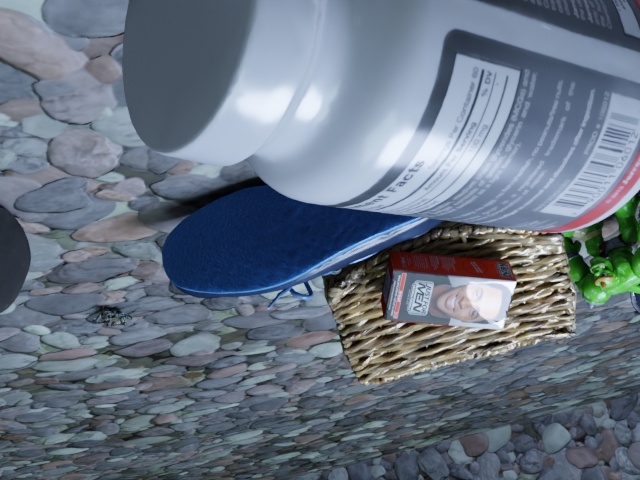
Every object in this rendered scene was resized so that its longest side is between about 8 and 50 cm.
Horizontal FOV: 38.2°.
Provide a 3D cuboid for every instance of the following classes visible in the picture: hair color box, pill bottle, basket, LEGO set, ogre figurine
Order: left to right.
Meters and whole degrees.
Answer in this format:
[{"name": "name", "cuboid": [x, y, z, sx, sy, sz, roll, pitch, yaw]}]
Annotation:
[{"name": "LEGO set", "cuboid": [-0.293, 0.105, 1.296, 0.054, 0.023, 0.083, 0, 169, -21]}, {"name": "pill bottle", "cuboid": [0.063, -0.122, 0.655, 0.362, 0.210, 0.210, 6, 152, -35]}, {"name": "basket", "cuboid": [0.151, 0.014, 1.187, 0.299, 0.223, 0.213, -15, 124, 9]}, {"name": "hair color box", "cuboid": [0.144, 0.057, 1.055, 0.141, 0.043, 0.072, 4, 121, -6]}, {"name": "ogre figurine", "cuboid": [0.409, 0.016, 1.282, 0.197, 0.118, 0.097, -27, 153, 33]}]

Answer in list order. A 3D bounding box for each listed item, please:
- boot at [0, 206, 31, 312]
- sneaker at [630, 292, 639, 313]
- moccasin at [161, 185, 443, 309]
[{"name": "boot", "cuboid": [-0.396, -0.002, 0.917, 0.115, 0.112, 0.305, 15, 169, 16]}, {"name": "sneaker", "cuboid": [0.615, 0.060, 1.519, 0.153, 0.099, 0.282, -9, 161, -11]}, {"name": "moccasin", "cuboid": [0.000, 0.000, 1.024, 0.341, 0.138, 0.117, -13, 162, 7]}]
